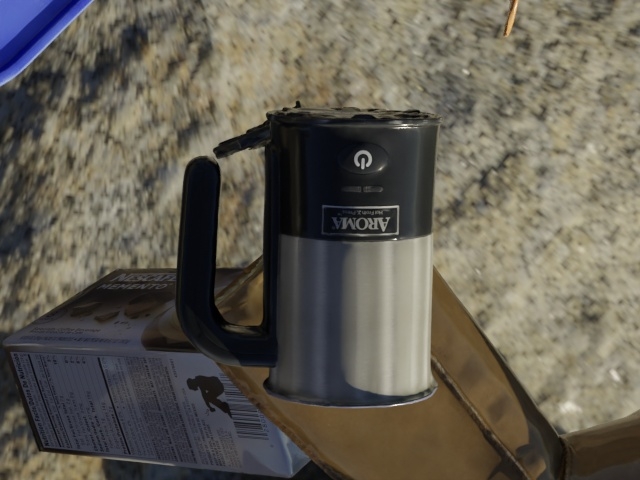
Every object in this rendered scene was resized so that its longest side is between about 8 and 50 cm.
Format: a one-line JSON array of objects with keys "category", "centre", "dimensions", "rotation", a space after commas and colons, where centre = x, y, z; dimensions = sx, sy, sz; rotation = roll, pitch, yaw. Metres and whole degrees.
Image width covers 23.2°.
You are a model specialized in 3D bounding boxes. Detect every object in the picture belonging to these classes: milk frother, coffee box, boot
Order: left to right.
[{"category": "coffee box", "centre": [-0.109, 0.108, 1.366], "dimensions": [0.297, 0.168, 0.119], "rotation": [-1, 113, 38]}, {"category": "milk frother", "centre": [0.000, 0.000, 0.772], "dimensions": [0.129, 0.143, 0.135], "rotation": [3, 98, 12]}, {"category": "boot", "centre": [0.097, 0.074, 0.871], "dimensions": [0.236, 0.089, 0.269], "rotation": [-42, 94, -30]}]

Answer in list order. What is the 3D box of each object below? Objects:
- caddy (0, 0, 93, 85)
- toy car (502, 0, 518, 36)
[{"category": "caddy", "centre": [-0.298, -0.242, 1.143], "dimensions": [0.179, 0.341, 0.241], "rotation": [1, 129, 36]}, {"category": "toy car", "centre": [0.081, -0.215, 0.703], "dimensions": [0.219, 0.210, 0.238], "rotation": [-8, 85, 1]}]
